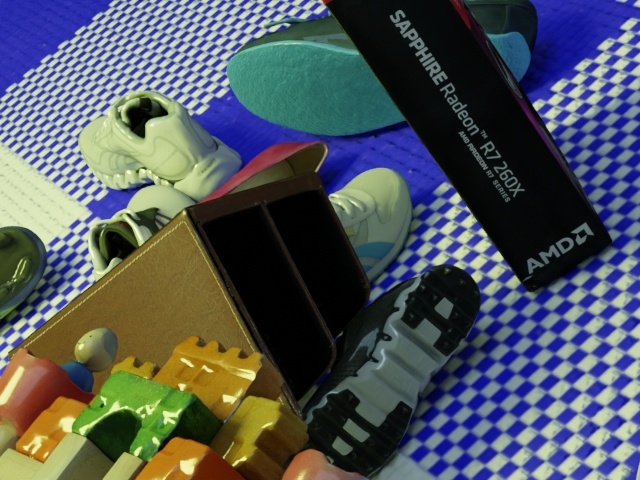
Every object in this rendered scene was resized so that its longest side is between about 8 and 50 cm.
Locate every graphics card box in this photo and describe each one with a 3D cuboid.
[{"bbox_3d":[0.098,-0.154,1.661,0.094,0.371,0.233,-32,27,8],"label":"graphics card box"}]

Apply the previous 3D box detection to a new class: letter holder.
[{"bbox_3d":[-0.093,0.113,1.660,0.152,0.214,0.302,-18,-13,-44],"label":"letter holder"}]

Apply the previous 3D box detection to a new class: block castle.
[{"bbox_3d":[-0.052,0.225,1.332,0.213,0.303,0.453,-53,32,-17],"label":"block castle"}]

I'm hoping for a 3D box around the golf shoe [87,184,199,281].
[{"bbox_3d":[-0.174,0.002,1.981,0.105,0.120,0.273,-30,29,12],"label":"golf shoe"}]

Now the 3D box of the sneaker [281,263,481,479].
[{"bbox_3d":[0.039,0.119,1.629,0.234,0.078,0.106,-53,15,-13],"label":"sneaker"}]

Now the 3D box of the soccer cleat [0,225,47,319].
[{"bbox_3d":[-0.417,0.095,2.176,0.289,0.093,0.121,-41,-2,-1],"label":"soccer cleat"}]

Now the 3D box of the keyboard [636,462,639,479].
[{"bbox_3d":[0.245,0.144,1.327,0.072,0.014,0.256,-5,62,46],"label":"keyboard"}]

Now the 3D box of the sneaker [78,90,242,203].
[{"bbox_3d":[-0.199,-0.120,2.203,0.110,0.118,0.292,-48,29,-17],"label":"sneaker"}]

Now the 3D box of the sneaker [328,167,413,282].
[{"bbox_3d":[0.000,0.000,1.803,0.087,0.092,0.229,20,52,40],"label":"sneaker"}]

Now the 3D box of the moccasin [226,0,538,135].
[{"bbox_3d":[0.070,-0.184,2.020,0.342,0.137,0.117,1,39,28],"label":"moccasin"}]

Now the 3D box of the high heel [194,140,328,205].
[{"bbox_3d":[-0.071,-0.022,1.937,0.117,0.082,0.244,-30,9,32],"label":"high heel"}]

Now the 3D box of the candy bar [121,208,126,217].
[{"bbox_3d":[-0.209,0.008,2.121,0.040,0.018,0.161,-22,31,17],"label":"candy bar"}]
